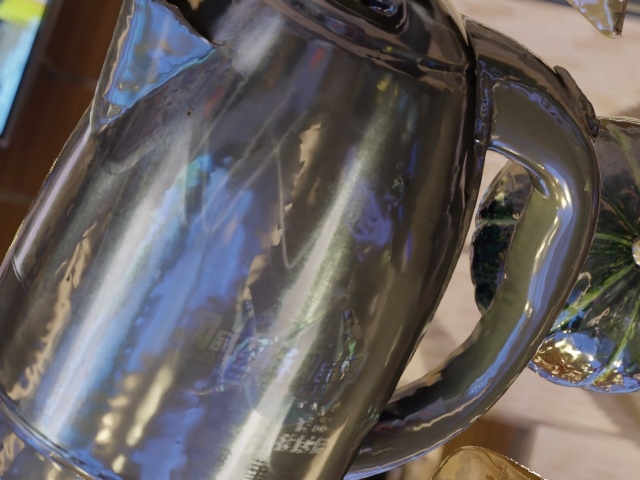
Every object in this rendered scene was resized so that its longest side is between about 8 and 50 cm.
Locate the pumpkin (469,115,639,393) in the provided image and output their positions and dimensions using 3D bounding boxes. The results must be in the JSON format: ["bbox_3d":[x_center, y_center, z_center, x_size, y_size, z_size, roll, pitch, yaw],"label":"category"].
[{"bbox_3d":[0.323,0.017,2.060,0.323,0.323,0.241,21,164,-15],"label":"pumpkin"}]

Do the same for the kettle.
[{"bbox_3d":[0.000,0.000,1.008,0.321,0.324,0.228,19,-157,-23],"label":"kettle"}]

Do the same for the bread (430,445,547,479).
[{"bbox_3d":[0.164,0.271,1.607,0.098,0.147,0.217,20,173,42],"label":"bread"}]

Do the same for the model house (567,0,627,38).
[{"bbox_3d":[0.122,-0.216,0.902,0.181,0.248,0.176,2,153,-41],"label":"model house"}]
